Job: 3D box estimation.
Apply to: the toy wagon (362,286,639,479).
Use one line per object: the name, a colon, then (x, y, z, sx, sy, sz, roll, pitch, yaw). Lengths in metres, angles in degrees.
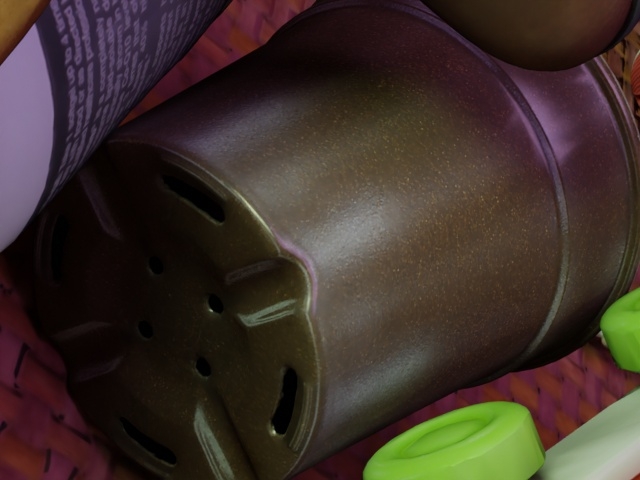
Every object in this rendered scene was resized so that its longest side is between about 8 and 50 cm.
toy wagon: (0.160, 0.144, 0.662, 0.344, 0.068, 0.267, -28, 100, -36)

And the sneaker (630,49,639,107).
sneaker: (0.268, -0.072, 1.070, 0.221, 0.087, 0.128, 45, 41, -23)

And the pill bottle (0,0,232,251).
pill bottle: (-0.124, -0.081, 0.552, 0.162, 0.162, 0.278, 51, 38, -14)

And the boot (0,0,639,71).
boot: (-0.034, -0.091, 0.458, 0.264, 0.096, 0.280, 59, 40, -23)

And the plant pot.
plant pot: (0.000, 0.000, 0.662, 0.165, 0.167, 0.167, -29, 91, -45)

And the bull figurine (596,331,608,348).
bull figurine: (0.219, 0.072, 0.884, 0.188, 0.101, 0.310, 20, 35, -21)
